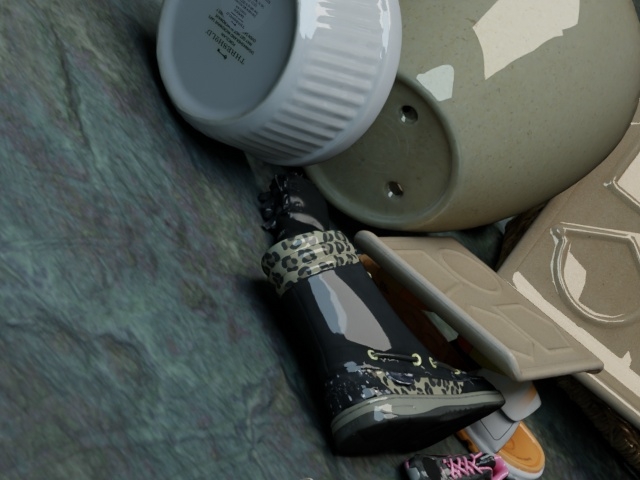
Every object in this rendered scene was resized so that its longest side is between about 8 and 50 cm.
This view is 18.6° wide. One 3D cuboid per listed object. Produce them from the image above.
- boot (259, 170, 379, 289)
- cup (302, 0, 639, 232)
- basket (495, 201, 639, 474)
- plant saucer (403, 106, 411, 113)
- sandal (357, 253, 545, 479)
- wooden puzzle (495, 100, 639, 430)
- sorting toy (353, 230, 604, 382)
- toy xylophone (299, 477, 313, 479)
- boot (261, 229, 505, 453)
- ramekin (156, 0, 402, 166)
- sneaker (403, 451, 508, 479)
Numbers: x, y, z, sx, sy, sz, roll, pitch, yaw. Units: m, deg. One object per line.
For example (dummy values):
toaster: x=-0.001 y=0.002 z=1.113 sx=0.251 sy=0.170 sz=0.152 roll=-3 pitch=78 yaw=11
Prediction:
boot: x=0.000 y=0.000 z=1.685 sx=0.121 sy=0.045 sz=0.099 roll=34 pitch=28 yaw=-31
cup: x=0.102 y=-0.136 z=1.795 sx=0.331 sy=0.331 sz=0.237 roll=50 pitch=40 yaw=-6
basket: x=0.348 y=0.067 z=2.060 sx=0.299 sy=0.213 sz=0.223 roll=49 pitch=21 yaw=-9
plant saucer: x=0.110 y=-0.131 z=2.118 sx=0.278 sy=0.041 sz=0.278 roll=42 pitch=24 yaw=-24
sandal: x=0.130 y=0.104 z=1.742 sx=0.265 sy=0.076 sz=0.102 roll=49 pitch=22 yaw=-11
wooden puzzle: x=0.365 y=0.037 z=1.966 sx=0.322 sy=0.348 sz=0.080 roll=39 pitch=-22 yaw=-4
sorting toy: x=0.137 y=0.062 z=1.709 sx=0.193 sy=0.038 sz=0.208 roll=41 pitch=16 yaw=24
toy xylophone: x=0.033 y=0.296 z=1.239 sx=0.323 sy=0.081 sz=0.236 roll=45 pitch=23 yaw=-20
boot: x=0.054 y=0.080 z=1.604 sx=0.236 sy=0.085 sz=0.178 roll=3 pitch=57 yaw=-59
ramekin: x=-0.045 y=-0.170 z=1.651 sx=0.109 sy=0.207 sz=0.207 roll=9 pitch=48 yaw=-49
sneaker: x=0.114 y=0.189 z=1.608 sx=0.119 sy=0.057 sz=0.047 roll=16 pitch=44 yaw=-55
